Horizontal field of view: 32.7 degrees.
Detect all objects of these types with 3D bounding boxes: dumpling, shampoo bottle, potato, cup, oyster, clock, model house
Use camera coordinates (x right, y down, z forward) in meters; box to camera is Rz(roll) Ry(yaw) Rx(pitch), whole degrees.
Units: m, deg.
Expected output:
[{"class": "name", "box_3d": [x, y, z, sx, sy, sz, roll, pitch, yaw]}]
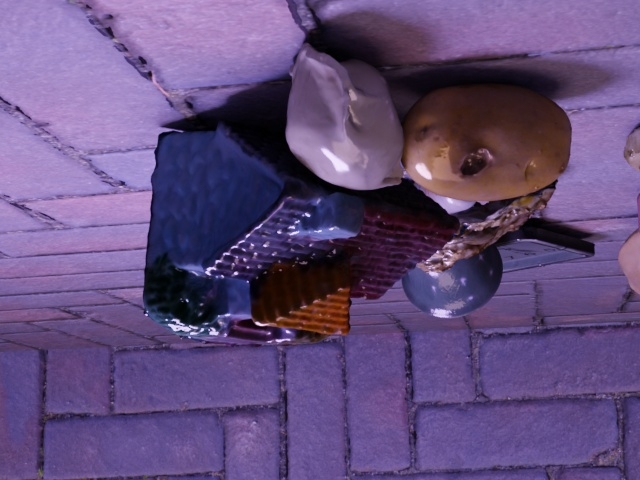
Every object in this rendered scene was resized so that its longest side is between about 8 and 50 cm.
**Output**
[{"class": "dumpling", "box_3d": [0.023, -0.142, 1.279, 0.162, 0.132, 0.250, 33, 165, 30]}, {"class": "shampoo bottle", "box_3d": [0.175, -0.070, 1.775, 0.074, 0.074, 0.192, 7, 167, -33]}, {"class": "potato", "box_3d": [0.204, -0.123, 1.375, 0.233, 0.150, 0.146, 5, -174, -19]}, {"class": "cup", "box_3d": [0.232, 0.026, 2.045, 0.199, 0.199, 0.150, -5, 149, 16]}, {"class": "oyster", "box_3d": [0.277, -0.034, 1.784, 0.223, 0.083, 0.214, -18, -167, 45]}, {"class": "clock", "box_3d": [0.388, 0.017, 2.249, 0.273, 0.049, 0.279, -13, 163, 41]}, {"class": "model house", "box_3d": [0.000, 0.000, 1.481, 0.360, 0.297, 0.339, 12, 169, -40]}]

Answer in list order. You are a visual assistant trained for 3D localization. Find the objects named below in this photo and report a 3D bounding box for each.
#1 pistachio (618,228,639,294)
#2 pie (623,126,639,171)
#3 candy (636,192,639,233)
[{"class": "pistachio", "box_3d": [0.713, 0.024, 2.049, 0.299, 0.188, 0.187, -14, 163, 24]}, {"class": "pie", "box_3d": [0.566, -0.138, 1.548, 0.274, 0.055, 0.274, -1, 168, 0]}, {"class": "candy", "box_3d": [0.671, -0.050, 1.864, 0.255, 0.094, 0.255, -1, 168, 0]}]
